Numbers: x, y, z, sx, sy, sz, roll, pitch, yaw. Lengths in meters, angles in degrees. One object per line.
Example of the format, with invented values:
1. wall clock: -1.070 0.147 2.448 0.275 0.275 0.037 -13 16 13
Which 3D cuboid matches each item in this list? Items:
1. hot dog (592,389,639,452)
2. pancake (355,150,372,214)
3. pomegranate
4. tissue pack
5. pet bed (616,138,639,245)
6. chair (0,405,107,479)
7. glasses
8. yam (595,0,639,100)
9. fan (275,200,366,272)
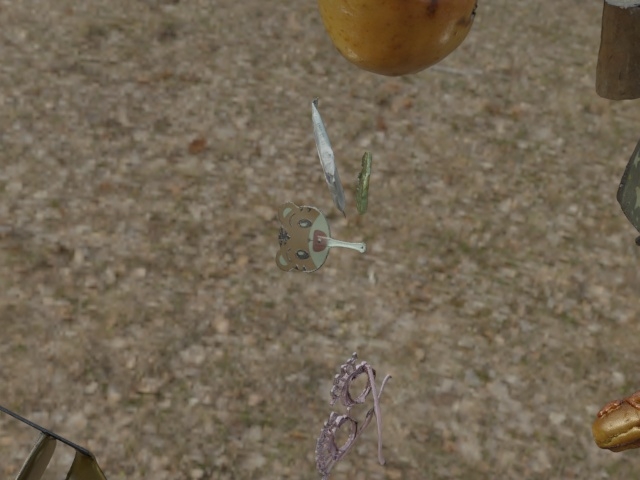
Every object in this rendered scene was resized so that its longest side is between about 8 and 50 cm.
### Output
1. hot dog: 0.700 0.324 2.075 0.158 0.348 0.117 6 62 -52
2. pancake: 0.087 -0.115 2.123 0.022 0.130 0.116 5 12 -5
3. pomegranate: 0.148 -0.557 2.335 0.409 0.410 0.410 7 26 -4
4. tissue pack: 0.012 -0.147 1.873 0.026 0.123 0.193 -15 58 2
5. pet bed: 0.551 -0.068 1.470 0.210 0.183 0.159 5 37 -15
6. chair: -0.476 0.382 1.713 0.246 0.159 0.172 26 -12 7
7. glasses: 0.063 0.340 1.985 0.095 0.256 0.162 14 0 38
8. yam: 0.388 -0.245 1.316 0.084 0.127 0.084 -3 29 2
9. fan: 0.000 0.000 2.228 0.226 0.153 0.008 7 4 30
